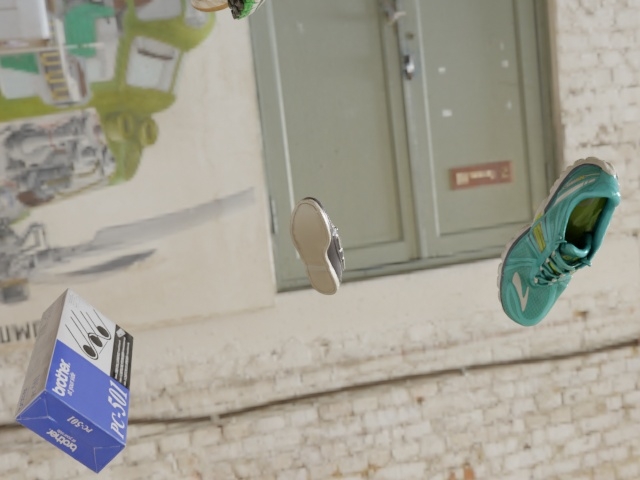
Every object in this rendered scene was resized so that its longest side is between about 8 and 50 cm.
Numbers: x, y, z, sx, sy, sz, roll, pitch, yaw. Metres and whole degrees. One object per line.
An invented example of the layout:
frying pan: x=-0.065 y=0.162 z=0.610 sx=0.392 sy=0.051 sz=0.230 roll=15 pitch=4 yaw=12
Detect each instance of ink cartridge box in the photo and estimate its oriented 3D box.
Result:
ink cartridge box: x=-0.242 y=0.135 z=0.900 sx=0.046 sy=0.097 sz=0.207 roll=-44 pitch=-157 yaw=10

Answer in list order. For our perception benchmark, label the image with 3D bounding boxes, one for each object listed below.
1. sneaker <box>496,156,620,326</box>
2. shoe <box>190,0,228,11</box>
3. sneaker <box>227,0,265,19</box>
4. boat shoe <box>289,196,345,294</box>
sneaker: x=0.332 y=0.012 z=1.252 sx=0.107 sy=0.275 sz=0.110 roll=19 pitch=-153 yaw=-7
shoe: x=-0.148 y=-0.473 z=1.601 sx=0.219 sy=0.076 sz=0.058 roll=-12 pitch=143 yaw=25
sneaker: x=-0.053 y=-0.408 z=1.264 sx=0.146 sy=0.134 sz=0.343 roll=-13 pitch=-177 yaw=-24
boat shoe: x=0.000 y=0.000 z=1.542 sx=0.075 sy=0.206 sz=0.065 roll=6 pitch=-139 yaw=25
